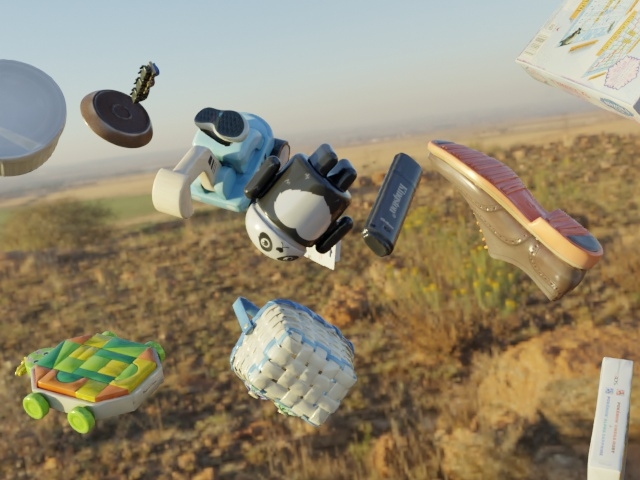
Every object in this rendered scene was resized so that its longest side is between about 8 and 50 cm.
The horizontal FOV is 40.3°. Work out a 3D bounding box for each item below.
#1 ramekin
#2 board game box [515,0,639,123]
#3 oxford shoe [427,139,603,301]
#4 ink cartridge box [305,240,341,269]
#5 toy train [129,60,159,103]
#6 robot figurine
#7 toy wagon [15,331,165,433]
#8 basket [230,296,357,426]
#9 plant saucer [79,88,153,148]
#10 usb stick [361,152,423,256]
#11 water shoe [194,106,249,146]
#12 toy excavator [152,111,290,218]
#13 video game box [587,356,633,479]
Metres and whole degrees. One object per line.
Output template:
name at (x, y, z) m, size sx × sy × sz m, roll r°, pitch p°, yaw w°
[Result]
ramekin at (-0.720, -0.268, 1.992) m, size 0.273 × 0.272 × 0.127 m, roll -11°, pitch -23°, yaw -23°
board game box at (0.514, -0.363, 1.399) m, size 0.066 × 0.318 × 0.318 m, roll 34°, pitch 8°, yaw -31°
oxford shoe at (0.304, -0.042, 1.510) m, size 0.130 × 0.132 × 0.363 m, roll -9°, pitch 46°, yaw -48°
ink cartridge box at (0.000, 0.000, 2.398) m, size 0.060 × 0.104 × 0.180 m, roll -17°, pitch 31°, yaw -39°
toy train at (-0.320, -0.288, 1.597) m, size 0.036 × 0.027 × 0.158 m, roll -20°, pitch -5°, yaw -23°
robot figurine at (-0.042, -0.081, 1.942) m, size 0.278 × 0.209 × 0.174 m, roll -48°, pitch -17°, yaw 11°
toy wagon at (-0.512, 0.283, 1.866) m, size 0.345 × 0.068 × 0.267 m, roll 10°, pitch 30°, yaw 23°
basket at (-0.063, 0.229, 1.767) m, size 0.255 × 0.201 × 0.289 m, roll 35°, pitch 10°, yaw -16°
plant saucer at (-0.435, -0.271, 1.891) m, size 0.168 × 0.168 × 0.029 m, roll -16°, pitch -25°, yaw -49°
usb stick at (0.144, -0.076, 1.721) m, size 0.045 × 0.077 × 0.278 m, roll -30°, pitch 23°, yaw 39°
water shoe at (-0.213, -0.257, 2.019) m, size 0.073 × 0.080 × 0.203 m, roll -50°, pitch 41°, yaw -9°
toy excavator at (-0.286, -0.202, 2.353) m, size 0.223 × 0.432 × 0.445 m, roll 16°, pitch -19°, yaw 16°
video game box at (0.408, 0.301, 1.233) m, size 0.048 × 0.205 × 0.187 m, roll 4°, pitch 45°, yaw 20°
